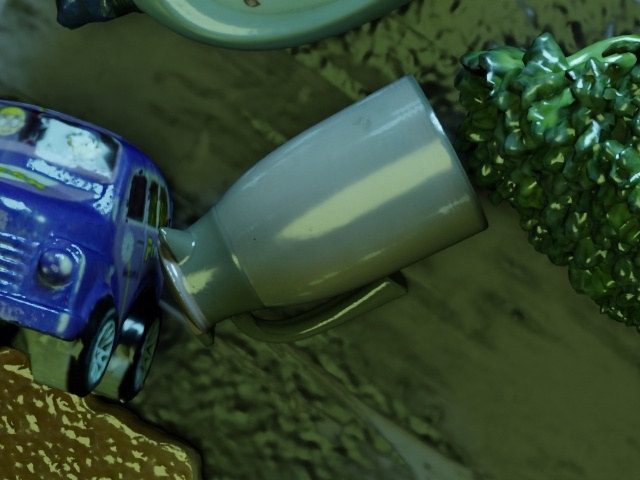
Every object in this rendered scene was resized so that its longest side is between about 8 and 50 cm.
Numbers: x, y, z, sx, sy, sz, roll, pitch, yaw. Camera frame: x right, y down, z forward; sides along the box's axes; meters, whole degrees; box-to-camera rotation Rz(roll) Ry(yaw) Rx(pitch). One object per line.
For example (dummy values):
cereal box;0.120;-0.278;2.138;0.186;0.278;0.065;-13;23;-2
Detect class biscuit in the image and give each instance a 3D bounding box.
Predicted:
biscuit;-0.194;0.140;1.221;0.236;0.040;0.144;36;96;4

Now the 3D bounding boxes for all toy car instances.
toy car;-0.179;-0.001;1.108;0.172;0.235;0.158;16;87;6

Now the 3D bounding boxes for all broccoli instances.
broccoli;0.230;-0.055;1.072;0.245;0.248;0.288;-39;78;-24

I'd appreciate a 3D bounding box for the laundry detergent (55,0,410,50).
laundry detergent;-0.045;-0.217;1.117;0.280;0.105;0.215;-21;94;13

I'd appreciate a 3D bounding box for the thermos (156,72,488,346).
thermos;0.000;0.000;1.133;0.193;0.105;0.137;-28;134;2
